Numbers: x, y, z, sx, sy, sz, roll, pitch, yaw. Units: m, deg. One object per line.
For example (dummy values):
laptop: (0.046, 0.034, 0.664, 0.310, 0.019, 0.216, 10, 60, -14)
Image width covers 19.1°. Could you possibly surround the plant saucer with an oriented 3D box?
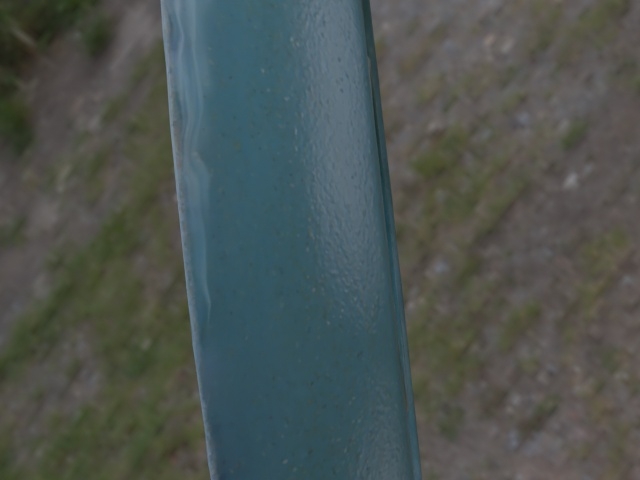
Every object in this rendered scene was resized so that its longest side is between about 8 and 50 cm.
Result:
plant saucer: (0.000, 0.000, 0.529, 0.044, 0.317, 0.317, -7, 37, 3)
